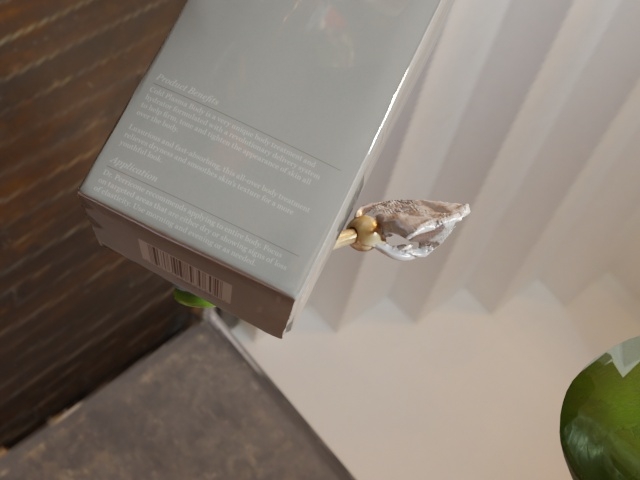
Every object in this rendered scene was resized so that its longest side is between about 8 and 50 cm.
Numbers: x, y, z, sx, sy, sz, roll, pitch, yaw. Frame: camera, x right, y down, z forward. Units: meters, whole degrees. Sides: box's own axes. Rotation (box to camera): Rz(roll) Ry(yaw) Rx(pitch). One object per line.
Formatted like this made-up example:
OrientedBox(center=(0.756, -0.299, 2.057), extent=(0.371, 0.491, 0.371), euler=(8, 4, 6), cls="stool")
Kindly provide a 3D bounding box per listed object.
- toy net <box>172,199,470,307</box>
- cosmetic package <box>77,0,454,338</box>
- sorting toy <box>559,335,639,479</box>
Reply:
OrientedBox(center=(0.000, 0.000, 0.818), extent=(0.232, 0.045, 0.122), euler=(-6, -162, 2), cls="toy net")
OrientedBox(center=(-0.018, -0.085, 0.570), extent=(0.238, 0.127, 0.107), euler=(-61, 176, -18), cls="cosmetic package")
OrientedBox(center=(0.121, 0.113, 0.318), extent=(0.365, 0.127, 0.126), euler=(-20, 116, -27), cls="sorting toy")
